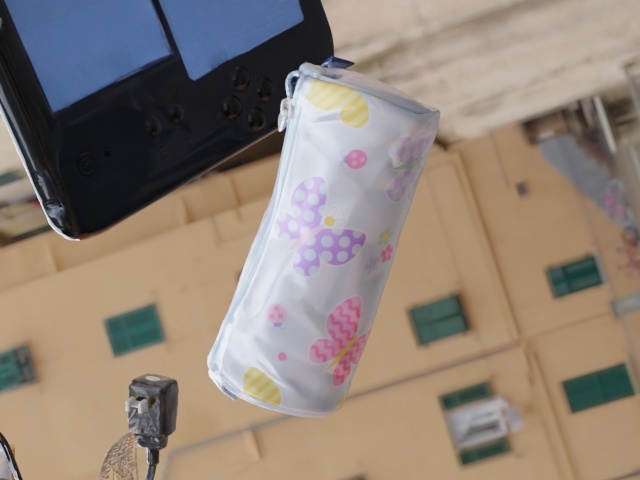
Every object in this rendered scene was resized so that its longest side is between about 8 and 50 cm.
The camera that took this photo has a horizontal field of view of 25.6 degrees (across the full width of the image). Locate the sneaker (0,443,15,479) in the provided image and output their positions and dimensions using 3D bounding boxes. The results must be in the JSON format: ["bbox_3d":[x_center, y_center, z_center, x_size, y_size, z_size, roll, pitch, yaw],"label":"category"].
[{"bbox_3d":[-0.359,0.223,1.226,0.121,0.262,0.099,9,-115,-30],"label":"sneaker"}]

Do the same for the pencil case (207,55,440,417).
[{"bbox_3d":[0.000,0.000,1.091,0.124,0.273,0.113,4,-162,-42],"label":"pencil case"}]

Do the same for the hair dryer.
[{"bbox_3d":[-0.219,0.246,1.118,0.224,0.080,0.293,-17,-58,-41],"label":"hair dryer"}]

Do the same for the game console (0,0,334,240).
[{"bbox_3d":[-0.158,-0.239,1.189,0.342,0.060,0.386,-36,-67,-39],"label":"game console"}]
